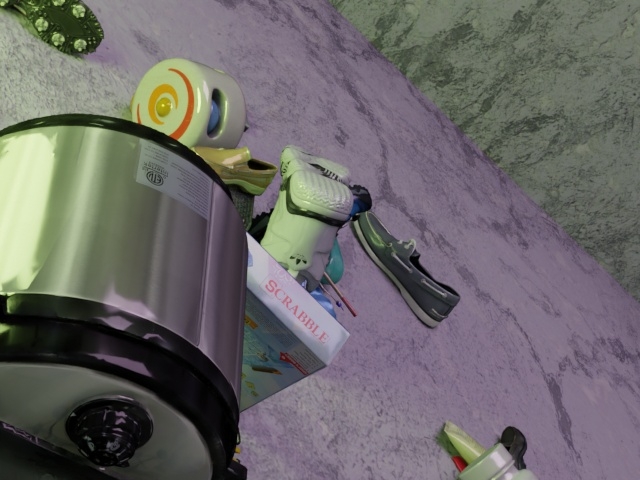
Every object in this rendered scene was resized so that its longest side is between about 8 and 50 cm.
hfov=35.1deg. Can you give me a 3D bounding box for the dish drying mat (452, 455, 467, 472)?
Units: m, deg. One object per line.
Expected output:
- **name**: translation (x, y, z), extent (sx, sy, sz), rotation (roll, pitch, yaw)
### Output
- **dish drying mat**: translation (0.282, 0.449, 1.936), extent (0.032, 0.008, 0.083), rotation (7, 46, -55)

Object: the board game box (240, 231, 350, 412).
- **board game box**: translation (-0.158, 0.085, 1.395), extent (0.319, 0.318, 0.066), rotation (45, 54, -6)

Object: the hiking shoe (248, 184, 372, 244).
- **hiking shoe**: translation (-0.014, -0.014, 1.972), extent (0.304, 0.113, 0.132), rotation (-21, 82, -32)

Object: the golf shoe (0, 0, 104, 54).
- **golf shoe**: translation (-0.519, -0.451, 1.874), extent (0.272, 0.105, 0.120), rotation (33, 20, -31)

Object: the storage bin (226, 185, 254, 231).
- **storage bin**: translation (-0.186, -0.051, 1.782), extent (0.084, 0.122, 0.180), rotation (37, 26, -22)

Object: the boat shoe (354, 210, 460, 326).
- **boat shoe**: translation (0.199, 0.044, 2.311), extent (0.319, 0.099, 0.116), rotation (54, 25, 15)

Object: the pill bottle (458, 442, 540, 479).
- **pill bottle**: translation (0.362, 0.493, 1.851), extent (0.229, 0.131, 0.131), rotation (52, 24, 10)

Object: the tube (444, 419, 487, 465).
- **tube**: translation (0.327, 0.445, 1.967), extent (0.240, 0.070, 0.062), rotation (46, 58, 4)

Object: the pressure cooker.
- **pressure cooker**: translation (-0.263, 0.119, 1.049), extent (0.369, 0.376, 0.421), rotation (-1, 45, -2)

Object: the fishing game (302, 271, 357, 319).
- **fishing game**: translation (-0.043, 0.117, 1.791), extent (0.189, 0.041, 0.264), rotation (53, 41, 9)

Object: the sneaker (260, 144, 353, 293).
- **sneaker**: translation (-0.040, -0.038, 1.802), extent (0.137, 0.210, 0.366), rotation (22, 14, -9)

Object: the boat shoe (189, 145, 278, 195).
- **boat shoe**: translation (-0.148, -0.135, 1.729), extent (0.190, 0.072, 0.068), rotation (13, 40, -52)

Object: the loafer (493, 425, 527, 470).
- **loafer**: translation (0.384, 0.431, 2.075), extent (0.061, 0.062, 0.170), rotation (37, 24, -10)

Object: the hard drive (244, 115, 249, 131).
- **hard drive**: translation (-0.220, -0.302, 2.239), extent (0.135, 0.022, 0.094), rotation (30, 29, -35)

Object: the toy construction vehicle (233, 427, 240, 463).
- **toy construction vehicle**: translation (-0.147, 0.295, 1.431), extent (0.086, 0.035, 0.098), rotation (41, 25, -42)

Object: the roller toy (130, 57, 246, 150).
- **roller toy**: translation (-0.250, -0.239, 1.879), extent (0.146, 0.191, 0.209), rotation (7, 46, -55)

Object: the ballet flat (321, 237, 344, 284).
- **ballet flat**: translation (0.000, 0.000, 2.084), extent (0.087, 0.083, 0.247), rotation (46, 23, -39)
